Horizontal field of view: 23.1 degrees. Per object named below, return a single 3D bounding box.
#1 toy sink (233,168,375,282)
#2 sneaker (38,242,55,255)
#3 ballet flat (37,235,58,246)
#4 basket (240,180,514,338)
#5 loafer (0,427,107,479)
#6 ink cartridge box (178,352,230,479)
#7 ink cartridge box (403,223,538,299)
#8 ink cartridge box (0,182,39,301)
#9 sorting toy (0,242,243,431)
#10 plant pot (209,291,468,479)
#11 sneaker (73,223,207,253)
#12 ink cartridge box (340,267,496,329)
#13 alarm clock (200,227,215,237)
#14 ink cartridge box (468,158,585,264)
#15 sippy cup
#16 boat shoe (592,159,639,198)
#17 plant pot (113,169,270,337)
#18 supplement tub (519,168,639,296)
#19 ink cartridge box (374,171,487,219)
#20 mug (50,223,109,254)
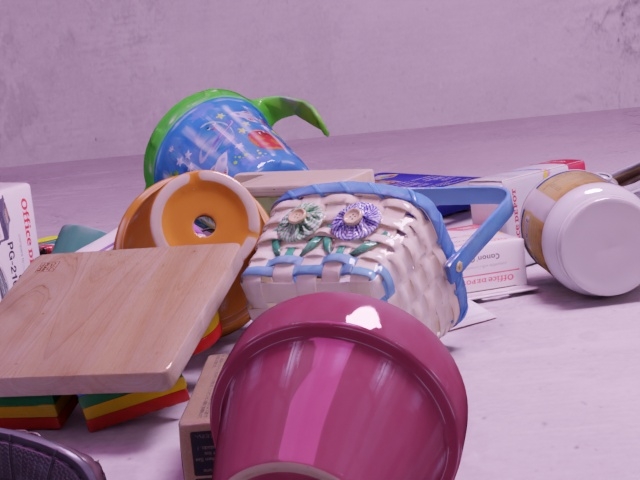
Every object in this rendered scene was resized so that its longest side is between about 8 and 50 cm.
[{"bbox_3d":[-0.047,-0.015,2.231,0.234,0.153,0.131,1,13,29],"label":"toy sink"},{"bbox_3d":[-0.339,0.027,2.346,0.225,0.088,0.093,1,11,33],"label":"sneaker"},{"bbox_3d":[-0.478,0.036,2.455,0.231,0.077,0.077,-6,-11,-15],"label":"ballet flat"},{"bbox_3d":[0.064,0.017,1.801,0.255,0.201,0.289,-1,28,31],"label":"basket"},{"bbox_3d":[-0.314,0.205,1.338,0.302,0.109,0.095,-6,6,17],"label":"loafer"},{"bbox_3d":[-0.018,0.164,1.421,0.193,0.088,0.235,-4,10,4],"label":"ink cartridge box"},{"bbox_3d":[0.198,0.028,2.083,0.115,0.067,0.198,-9,11,-17],"label":"ink cartridge box"},{"bbox_3d":[-0.472,0.027,2.052,0.100,0.172,0.237,-1,12,24],"label":"ink cartridge box"},{"bbox_3d":[-0.230,0.110,1.684,0.255,0.089,0.257,-4,28,19],"label":"sorting toy"},{"bbox_3d":[0.001,0.167,1.165,0.201,0.201,0.180,-3,27,16],"label":"plant pot"},{"bbox_3d":[-0.247,0.079,1.980,0.282,0.161,0.102,-38,-21,-18],"label":"sneaker"},{"bbox_3d":[0.107,0.089,1.939,0.145,0.045,0.179,-12,30,-33],"label":"ink cartridge box"},{"bbox_3d":[-0.124,0.029,2.143,0.129,0.064,0.192,-33,39,-11],"label":"alarm clock"},{"bbox_3d":[0.298,-0.039,2.222,0.175,0.127,0.072,-14,12,-38],"label":"ink cartridge box"},{"bbox_3d":[-0.132,-0.097,2.512,0.240,0.305,0.224,13,17,-41],"label":"sippy cup"},{"bbox_3d":[0.460,-0.080,2.419,0.320,0.103,0.118,-11,12,-28],"label":"boat shoe"},{"bbox_3d":[-0.146,0.003,1.879,0.205,0.205,0.188,-8,-14,-10],"label":"plant pot"},{"bbox_3d":[0.341,-0.009,1.992,0.144,0.144,0.200,-7,11,-4],"label":"supplement tub"},{"bbox_3d":[0.116,-0.059,2.617,0.303,0.072,0.307,-14,15,-43],"label":"ink cartridge box"},{"bbox_3d":[-0.297,0.048,2.108,0.129,0.097,0.158,30,-18,-35],"label":"mug"}]
